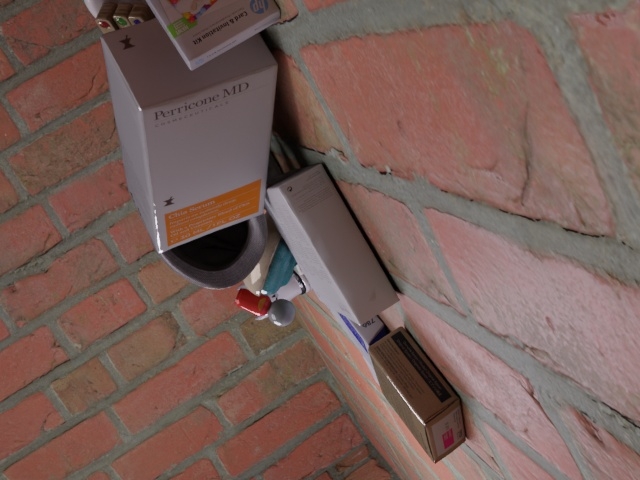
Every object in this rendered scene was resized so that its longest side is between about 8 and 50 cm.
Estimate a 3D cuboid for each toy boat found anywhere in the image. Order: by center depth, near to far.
[{"bbox_3d":[-0.099,0.066,1.951,0.148,0.267,0.318,21,128,1],"label":"toy boat"}]

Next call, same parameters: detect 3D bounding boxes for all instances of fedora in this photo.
[{"bbox_3d":[-0.229,-0.038,1.770,0.275,0.243,0.124,33,-165,5],"label":"fedora"}]

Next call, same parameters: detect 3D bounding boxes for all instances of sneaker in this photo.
[{"bbox_3d":[-0.149,0.126,2.570,0.137,0.210,0.366,60,172,-11],"label":"sneaker"}]

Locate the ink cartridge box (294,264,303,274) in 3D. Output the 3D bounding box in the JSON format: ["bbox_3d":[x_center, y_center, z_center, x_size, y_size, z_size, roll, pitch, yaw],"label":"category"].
[{"bbox_3d":[-0.110,-0.035,2.308,0.224,0.056,0.181,49,168,39],"label":"ink cartridge box"}]

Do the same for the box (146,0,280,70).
[{"bbox_3d":[-0.165,-0.348,1.147,0.186,0.145,0.038,58,173,6],"label":"box"}]

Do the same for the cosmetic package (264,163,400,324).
[{"bbox_3d":[0.000,0.000,1.624,0.284,0.097,0.377,62,172,-8],"label":"cosmetic package"}]

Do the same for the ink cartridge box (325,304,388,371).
[{"bbox_3d":[0.087,0.187,1.921,0.332,0.065,0.165,53,170,40],"label":"ink cartridge box"}]

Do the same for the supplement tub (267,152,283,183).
[{"bbox_3d":[-0.252,-0.109,1.942,0.193,0.316,0.193,56,172,12],"label":"supplement tub"}]

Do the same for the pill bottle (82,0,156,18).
[{"bbox_3d":[-0.399,-0.565,1.518,0.361,0.204,0.204,54,171,26],"label":"pill bottle"}]

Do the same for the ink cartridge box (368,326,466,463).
[{"bbox_3d":[0.193,0.307,1.649,0.193,0.088,0.234,51,169,33],"label":"ink cartridge box"}]

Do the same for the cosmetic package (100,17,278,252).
[{"bbox_3d":[-0.218,-0.179,1.439,0.161,0.230,0.453,60,162,23],"label":"cosmetic package"}]

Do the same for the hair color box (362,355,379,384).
[{"bbox_3d":[0.170,0.331,1.999,0.093,0.053,0.167,64,172,-27],"label":"hair color box"}]

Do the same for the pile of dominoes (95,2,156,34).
[{"bbox_3d":[-0.247,-0.356,1.401,0.251,0.040,0.196,7,155,17],"label":"pile of dominoes"}]
